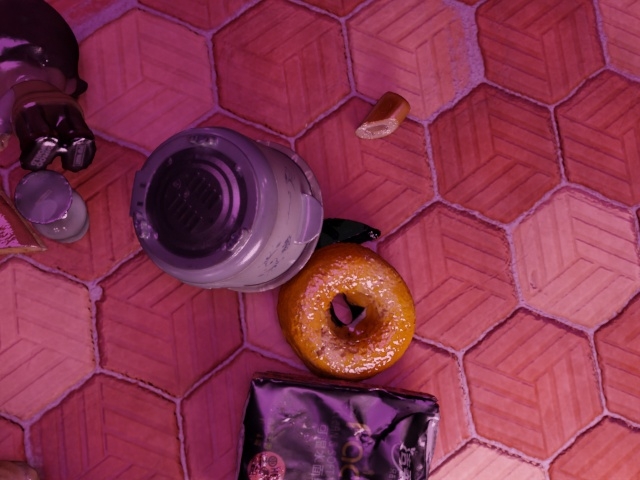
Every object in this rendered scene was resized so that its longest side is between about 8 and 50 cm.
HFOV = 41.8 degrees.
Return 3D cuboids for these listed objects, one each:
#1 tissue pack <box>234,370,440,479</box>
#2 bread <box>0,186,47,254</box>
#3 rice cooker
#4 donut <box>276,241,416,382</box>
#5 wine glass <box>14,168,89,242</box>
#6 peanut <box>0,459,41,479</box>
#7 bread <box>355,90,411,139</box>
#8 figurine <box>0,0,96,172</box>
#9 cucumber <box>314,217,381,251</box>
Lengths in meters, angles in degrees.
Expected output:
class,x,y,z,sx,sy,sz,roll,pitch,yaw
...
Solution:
class,x,y,z,sx,sy,sz,roll,pitch,yaw
tissue pack,0.027,0.354,1.400,0.333,0.123,0.244,9,92,-6
bread,-0.570,-0.033,1.422,0.119,0.067,0.192,-35,88,-19
rice cooker,-0.147,-0.047,1.369,0.317,0.316,0.264,6,88,-6
donut,0.050,0.127,1.456,0.254,0.118,0.253,-2,96,-17
wine glass,-0.433,-0.049,1.374,0.093,0.202,0.092,1,79,-5
peanut,-0.583,0.439,1.319,0.290,0.130,0.130,-22,84,-8
bread,0.119,-0.222,1.544,0.062,0.049,0.103,32,79,27
figurine,-0.476,-0.239,1.370,0.218,0.206,0.364,-12,63,-27
cucumber,0.000,0.000,1.502,0.220,0.046,0.070,-23,77,-10
